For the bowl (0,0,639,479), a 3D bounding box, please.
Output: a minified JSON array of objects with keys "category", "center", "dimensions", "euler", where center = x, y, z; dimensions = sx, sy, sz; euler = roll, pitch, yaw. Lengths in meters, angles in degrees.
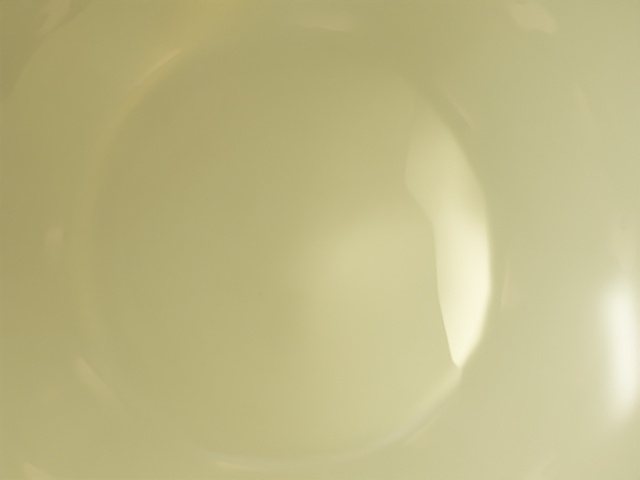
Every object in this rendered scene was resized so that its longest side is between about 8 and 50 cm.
[{"category":"bowl","center":[0.000,0.000,0.526],"dimensions":[0.298,0.298,0.134],"euler":[61,168,-5]}]
